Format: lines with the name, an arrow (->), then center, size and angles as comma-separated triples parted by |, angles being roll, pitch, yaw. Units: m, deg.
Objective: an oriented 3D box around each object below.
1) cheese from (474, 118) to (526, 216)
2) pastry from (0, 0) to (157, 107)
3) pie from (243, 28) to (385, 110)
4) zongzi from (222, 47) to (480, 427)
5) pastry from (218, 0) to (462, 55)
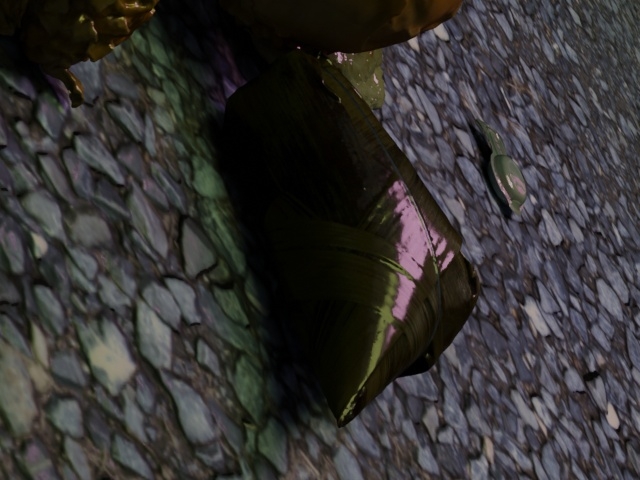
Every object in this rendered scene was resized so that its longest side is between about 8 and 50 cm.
cheese -> 0.207, -0.081, 2.240 | 0.067, 0.026, 0.120 | 32, 37, -50
pastry -> -0.149, -0.215, 1.421 | 0.102, 0.250, 0.154 | 39, 22, 3
pie -> -0.013, -0.231, 1.879 | 0.201, 0.090, 0.248 | 23, 40, -51
zongzi -> 0.000, 0.000, 1.591 | 0.286, 0.138, 0.300 | 57, 25, -4
pastry -> -0.004, -0.298, 1.731 | 0.316, 0.184, 0.284 | 36, 60, -12
